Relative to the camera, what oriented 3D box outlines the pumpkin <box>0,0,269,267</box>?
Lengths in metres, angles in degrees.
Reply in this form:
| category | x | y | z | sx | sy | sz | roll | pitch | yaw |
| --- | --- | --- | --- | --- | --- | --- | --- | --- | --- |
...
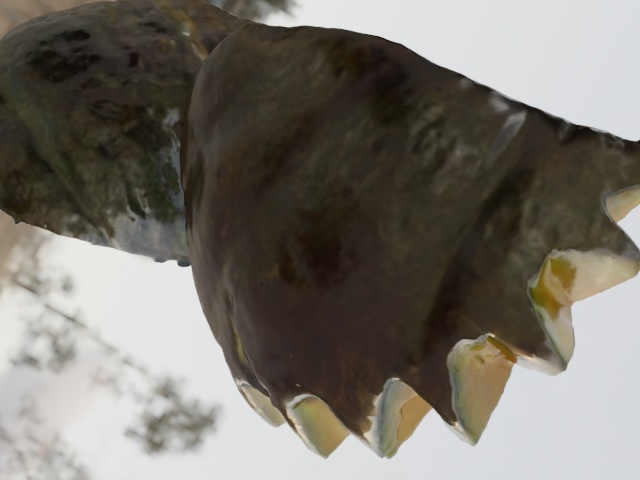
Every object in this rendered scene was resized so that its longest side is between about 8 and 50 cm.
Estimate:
| category | x | y | z | sx | sy | sz | roll | pitch | yaw |
| --- | --- | --- | --- | --- | --- | --- | --- | --- | --- |
| pumpkin | -0.082 | -0.053 | 1.009 | 0.163 | 0.278 | 0.111 | -35 | 151 | -57 |

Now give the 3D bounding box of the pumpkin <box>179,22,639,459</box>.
| category | x | y | z | sx | sy | sz | roll | pitch | yaw |
| --- | --- | --- | --- | --- | --- | --- | --- | --- | --- |
| pumpkin | 0.000 | 0.000 | 0.794 | 0.254 | 0.149 | 0.130 | -17 | -144 | 46 |
